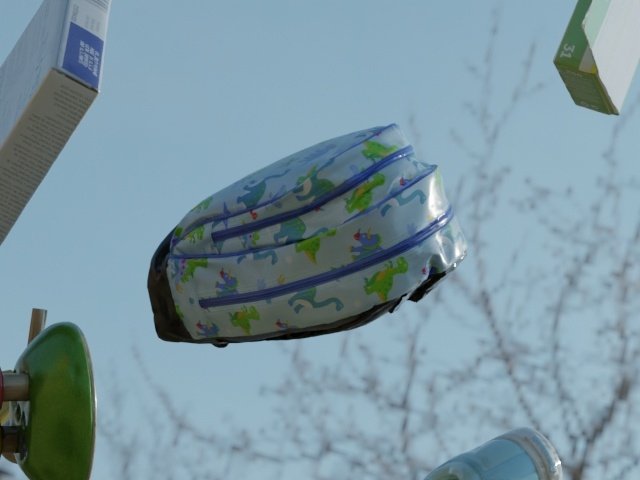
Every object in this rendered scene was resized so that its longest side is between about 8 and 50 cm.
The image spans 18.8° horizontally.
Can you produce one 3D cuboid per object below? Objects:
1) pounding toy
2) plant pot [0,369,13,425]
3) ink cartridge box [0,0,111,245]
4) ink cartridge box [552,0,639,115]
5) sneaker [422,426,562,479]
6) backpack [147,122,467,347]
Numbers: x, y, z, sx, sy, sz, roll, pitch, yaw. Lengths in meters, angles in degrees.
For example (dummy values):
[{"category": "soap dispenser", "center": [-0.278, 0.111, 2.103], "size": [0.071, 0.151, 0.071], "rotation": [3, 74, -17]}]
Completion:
[{"category": "pounding toy", "center": [-0.308, 0.169, 1.959], "size": [0.110, 0.183, 0.237], "rotation": [1, 8, -22]}, {"category": "plant pot", "center": [-0.396, 0.212, 2.434], "size": [0.081, 0.083, 0.081], "rotation": [28, -25, 36]}, {"category": "ink cartridge box", "center": [-0.345, -0.118, 2.163], "size": [0.071, 0.324, 0.330], "rotation": [28, -66, -18]}, {"category": "ink cartridge box", "center": [0.277, -0.239, 1.855], "size": [0.056, 0.171, 0.235], "rotation": [18, -10, 23]}, {"category": "sneaker", "center": [0.143, 0.339, 2.339], "size": [0.150, 0.135, 0.366], "rotation": [-17, -25, -33]}, {"category": "backpack", "center": [0.000, 0.000, 2.262], "size": [0.355, 0.290, 0.273], "rotation": [11, -63, 47]}]
